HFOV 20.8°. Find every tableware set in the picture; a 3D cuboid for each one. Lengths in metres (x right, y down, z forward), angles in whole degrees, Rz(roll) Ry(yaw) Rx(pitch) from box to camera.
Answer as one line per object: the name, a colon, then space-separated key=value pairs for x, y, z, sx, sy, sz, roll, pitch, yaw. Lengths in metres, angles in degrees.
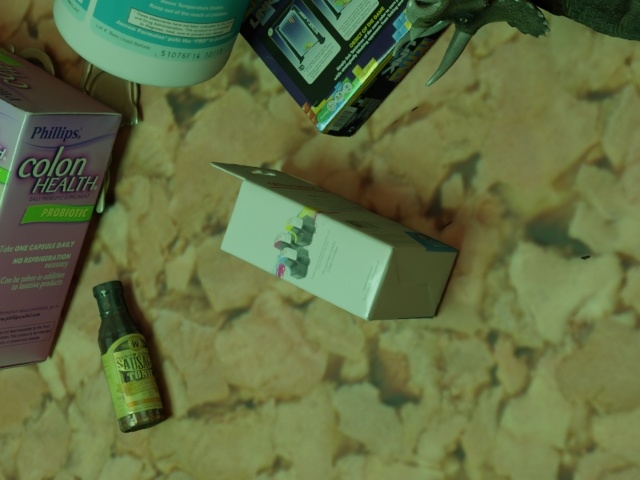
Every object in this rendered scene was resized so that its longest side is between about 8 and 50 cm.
tableware set: x=-0.230 y=-0.097 z=1.544 sx=0.168 sy=0.020 sz=0.141 roll=10 pitch=94 yaw=32

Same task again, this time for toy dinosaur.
toy dinosaur: x=0.213 y=-0.197 z=1.212 sx=0.313 sy=0.121 sz=0.160 roll=4 pitch=133 yaw=-3

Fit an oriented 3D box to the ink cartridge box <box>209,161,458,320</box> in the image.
ink cartridge box: x=0.000 y=0.000 z=1.348 sx=0.181 sy=0.104 sz=0.062 roll=26 pitch=102 yaw=31

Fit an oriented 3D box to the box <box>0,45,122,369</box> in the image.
box: x=-0.316 y=-0.042 z=1.524 sx=0.213 sy=0.117 sz=0.243 roll=29 pitch=110 yaw=31

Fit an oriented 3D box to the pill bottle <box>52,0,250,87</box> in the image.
pill bottle: x=-0.101 y=-0.257 z=1.308 sx=0.146 sy=0.146 sz=0.264 roll=43 pitch=128 yaw=25

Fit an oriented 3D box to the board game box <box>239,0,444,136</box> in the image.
board game box: x=0.024 y=-0.190 z=1.372 sx=0.170 sy=0.048 sz=0.141 roll=-47 pitch=64 yaw=22

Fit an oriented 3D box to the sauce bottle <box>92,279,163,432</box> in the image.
sauce bottle: x=-0.167 y=0.098 z=1.486 sx=0.042 sy=0.042 sz=0.128 roll=-23 pitch=79 yaw=29
